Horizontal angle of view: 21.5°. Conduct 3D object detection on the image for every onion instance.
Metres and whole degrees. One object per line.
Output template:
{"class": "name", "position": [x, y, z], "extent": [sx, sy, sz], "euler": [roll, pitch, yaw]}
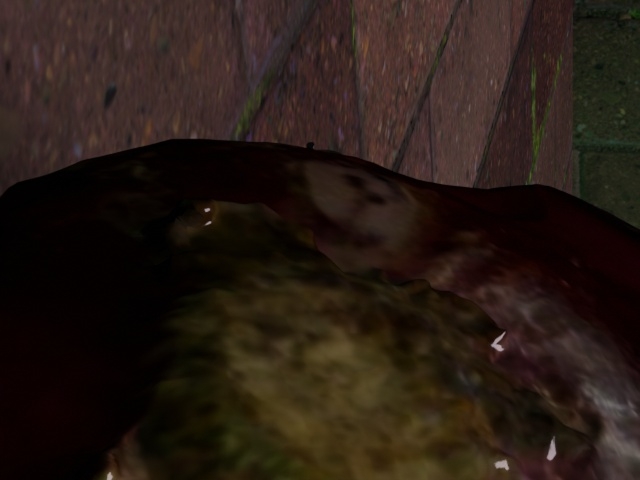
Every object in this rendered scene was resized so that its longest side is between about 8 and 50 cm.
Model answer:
{"class": "onion", "position": [-0.002, 0.196, 0.564], "extent": [0.398, 0.398, 0.420], "euler": [-62, 174, -59]}

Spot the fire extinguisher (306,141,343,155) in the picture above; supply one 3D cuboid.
{"class": "fire extinguisher", "position": [0.000, 0.000, 1.076], "extent": [0.056, 0.039, 0.132], "euler": [56, -21, 36]}
